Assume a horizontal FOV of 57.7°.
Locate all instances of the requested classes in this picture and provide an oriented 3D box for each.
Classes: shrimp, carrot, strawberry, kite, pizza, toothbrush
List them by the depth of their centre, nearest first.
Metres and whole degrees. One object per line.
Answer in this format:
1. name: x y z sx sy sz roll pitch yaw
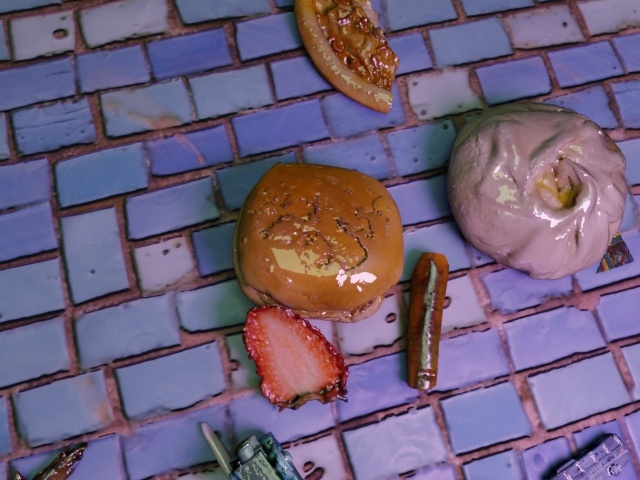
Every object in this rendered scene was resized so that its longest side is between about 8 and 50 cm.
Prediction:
1. shrimp: -0.505 0.378 0.985 0.195 0.035 0.148 -42 79 -12
2. toothbrush: -0.121 0.445 0.996 0.030 0.025 0.307 -37 79 15
3. strawberry: -0.039 0.192 1.021 0.167 0.087 0.208 -14 100 11
4. carrot: 0.199 0.150 1.087 0.070 0.070 0.260 8 75 -3
5. kite: 0.598 0.022 1.185 0.090 0.004 0.122 20 74 1
6. pizza: 0.060 -0.423 1.228 0.182 0.074 0.365 -27 79 -2

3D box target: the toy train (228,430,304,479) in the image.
1. toy train: -0.070 0.409 0.947 0.107 0.154 0.197 -34 79 -9

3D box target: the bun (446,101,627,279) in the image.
1. bun: 0.418 -0.116 1.100 0.366 0.219 0.364 2 74 -8

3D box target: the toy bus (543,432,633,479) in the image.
1. toy bus: 0.480 0.414 1.046 0.166 0.047 0.065 -28 74 -13

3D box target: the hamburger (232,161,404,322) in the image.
1. hamburger: -0.006 -0.004 1.065 0.305 0.174 0.284 6 62 -10
